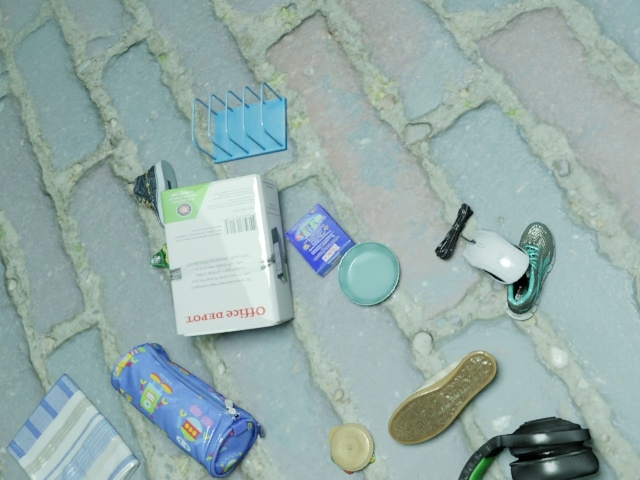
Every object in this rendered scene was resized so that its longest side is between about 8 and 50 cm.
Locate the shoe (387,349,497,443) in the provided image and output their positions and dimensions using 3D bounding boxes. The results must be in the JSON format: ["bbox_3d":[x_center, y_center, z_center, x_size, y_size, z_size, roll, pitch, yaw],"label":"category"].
[{"bbox_3d":[0.204,0.259,1.167,0.219,0.058,0.076,-41,83,12],"label":"shoe"}]

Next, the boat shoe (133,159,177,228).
[{"bbox_3d":[-0.347,-0.082,1.496,0.083,0.065,0.183,-29,51,18],"label":"boat shoe"}]

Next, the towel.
[{"bbox_3d":[-0.510,0.438,1.435,0.285,0.034,0.209,39,91,28],"label":"towel"}]

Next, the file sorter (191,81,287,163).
[{"bbox_3d":[-0.168,-0.243,1.445,0.170,0.104,0.118,-8,71,22],"label":"file sorter"}]

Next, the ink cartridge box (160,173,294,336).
[{"bbox_3d":[-0.172,0.030,1.315,0.198,0.115,0.272,-9,86,13],"label":"ink cartridge box"}]

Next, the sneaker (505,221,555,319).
[{"bbox_3d":[0.342,0.045,1.152,0.065,0.076,0.166,10,79,25],"label":"sneaker"}]

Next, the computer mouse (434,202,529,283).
[{"bbox_3d":[0.268,0.009,1.172,0.106,0.042,0.193,-55,34,1],"label":"computer mouse"}]

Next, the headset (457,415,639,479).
[{"bbox_3d":[0.383,0.365,1.032,0.394,0.185,0.243,-44,58,24],"label":"headset"}]

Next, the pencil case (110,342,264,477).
[{"bbox_3d":[-0.254,0.304,1.311,0.306,0.119,0.133,30,112,28],"label":"pencil case"}]

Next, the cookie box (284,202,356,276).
[{"bbox_3d":[0.000,0.000,1.335,0.092,0.040,0.107,-43,63,6],"label":"cookie box"}]

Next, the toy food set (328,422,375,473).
[{"bbox_3d":[0.053,0.358,1.218,0.083,0.020,0.082,-17,69,18],"label":"toy food set"}]

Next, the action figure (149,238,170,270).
[{"bbox_3d":[-0.252,0.003,1.437,0.232,0.063,0.137,-27,69,18],"label":"action figure"}]

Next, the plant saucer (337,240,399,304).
[{"bbox_3d":[0.090,0.061,1.289,0.119,0.021,0.119,-7,73,22],"label":"plant saucer"}]
